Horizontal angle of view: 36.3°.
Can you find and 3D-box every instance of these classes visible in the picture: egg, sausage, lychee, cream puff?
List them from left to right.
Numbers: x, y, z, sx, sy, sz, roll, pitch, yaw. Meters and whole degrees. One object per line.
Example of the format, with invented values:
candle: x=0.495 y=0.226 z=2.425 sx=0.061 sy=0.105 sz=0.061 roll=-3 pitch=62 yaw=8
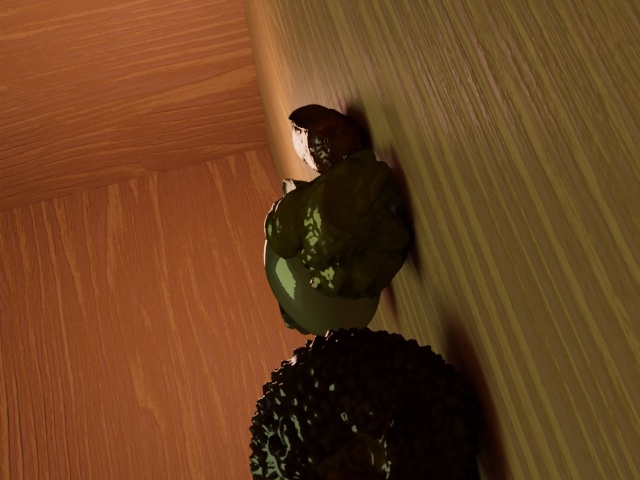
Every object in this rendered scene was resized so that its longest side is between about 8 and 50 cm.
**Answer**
egg: x=0.006 y=0.048 z=1.600 sx=0.186 sy=0.186 sz=0.241 roll=112 pitch=138 yaw=-83
sausage: x=0.008 y=-0.157 z=1.517 sx=0.330 sy=0.102 sz=0.102 roll=-125 pitch=22 yaw=-76
cream puff: x=0.029 y=-0.008 z=1.271 sx=0.221 sy=0.195 sz=0.194 roll=71 pitch=-176 yaw=-89
lychee: x=0.050 y=0.218 z=1.119 sx=0.267 sy=0.268 sz=0.267 roll=166 pitch=90 yaw=-86

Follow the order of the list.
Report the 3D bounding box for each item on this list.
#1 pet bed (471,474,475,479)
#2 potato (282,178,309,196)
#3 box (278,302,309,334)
pet bed: x=0.161 y=0.288 z=1.275 sx=0.201 sy=0.054 sz=0.201 roll=167 pitch=90 yaw=-85
potato: x=0.000 y=0.000 z=2.029 sx=0.160 sy=0.111 sz=0.271 roll=-158 pitch=61 yaw=-68
box: x=0.000 y=0.135 z=2.171 sx=0.093 sy=0.172 sz=0.124 roll=55 pitch=-164 yaw=-55
